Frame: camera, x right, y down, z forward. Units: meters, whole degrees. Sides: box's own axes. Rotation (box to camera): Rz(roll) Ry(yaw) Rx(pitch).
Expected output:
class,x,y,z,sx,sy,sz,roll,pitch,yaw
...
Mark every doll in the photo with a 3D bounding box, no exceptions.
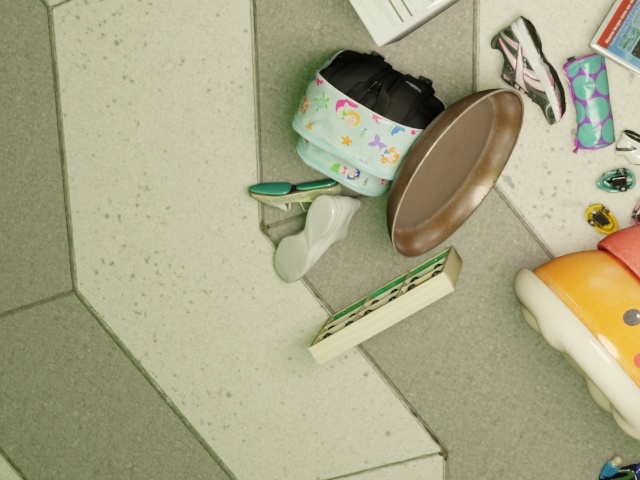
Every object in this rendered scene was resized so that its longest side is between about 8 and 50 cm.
class,x,y,z,sx,sy,sz,roll,pitch,yaw
doll,0.550,0.430,1.731,0.189,0.046,0.129,-18,99,16

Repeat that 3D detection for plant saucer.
class,x,y,z,sx,sy,sz,roll,pitch,yaw
plant saucer,0.202,-0.112,1.548,0.050,0.310,0.310,40,111,26

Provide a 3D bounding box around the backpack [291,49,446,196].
class,x,y,z,sx,sy,sz,roll,pitch,yaw
backpack,0.071,-0.185,1.568,0.225,0.253,0.191,30,109,3

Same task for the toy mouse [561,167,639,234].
class,x,y,z,sx,sy,sz,roll,pitch,yaw
toy mouse,0.501,-0.069,1.615,0.161,0.031,0.143,36,113,-1

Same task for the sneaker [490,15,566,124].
class,x,y,z,sx,sy,sz,roll,pitch,yaw
sneaker,0.333,-0.265,1.594,0.077,0.072,0.178,-23,90,29

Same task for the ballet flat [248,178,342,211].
class,x,y,z,sx,sy,sz,roll,pitch,yaw
ballet flat,-0.045,-0.074,1.730,0.168,0.057,0.052,-3,114,14

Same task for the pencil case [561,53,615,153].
class,x,y,z,sx,sy,sz,roll,pitch,yaw
pencil case,0.427,-0.219,1.577,0.070,0.064,0.151,-13,101,-1

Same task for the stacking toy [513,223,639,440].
class,x,y,z,sx,sy,sz,roll,pitch,yaw
stacking toy,0.570,0.051,1.520,0.480,0.350,0.350,-41,93,5

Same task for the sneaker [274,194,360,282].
class,x,y,z,sx,sy,sz,roll,pitch,yaw
sneaker,0.000,0.000,1.731,0.212,0.094,0.080,-50,61,39

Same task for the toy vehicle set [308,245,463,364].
class,x,y,z,sx,sy,sz,roll,pitch,yaw
toy vehicle set,0.114,0.108,1.682,0.267,0.166,0.035,-31,96,18

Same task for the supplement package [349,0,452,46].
class,x,y,z,sx,sy,sz,roll,pitch,yaw
supplement package,0.161,-0.452,1.504,0.263,0.199,0.198,-31,95,18

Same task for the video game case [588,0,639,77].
class,x,y,z,sx,sy,sz,roll,pitch,yaw
video game case,0.586,-0.313,1.513,0.285,0.025,0.204,31,95,3

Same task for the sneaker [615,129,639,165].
class,x,y,z,sx,sy,sz,roll,pitch,yaw
sneaker,0.526,-0.136,1.595,0.109,0.040,0.043,31,125,7
